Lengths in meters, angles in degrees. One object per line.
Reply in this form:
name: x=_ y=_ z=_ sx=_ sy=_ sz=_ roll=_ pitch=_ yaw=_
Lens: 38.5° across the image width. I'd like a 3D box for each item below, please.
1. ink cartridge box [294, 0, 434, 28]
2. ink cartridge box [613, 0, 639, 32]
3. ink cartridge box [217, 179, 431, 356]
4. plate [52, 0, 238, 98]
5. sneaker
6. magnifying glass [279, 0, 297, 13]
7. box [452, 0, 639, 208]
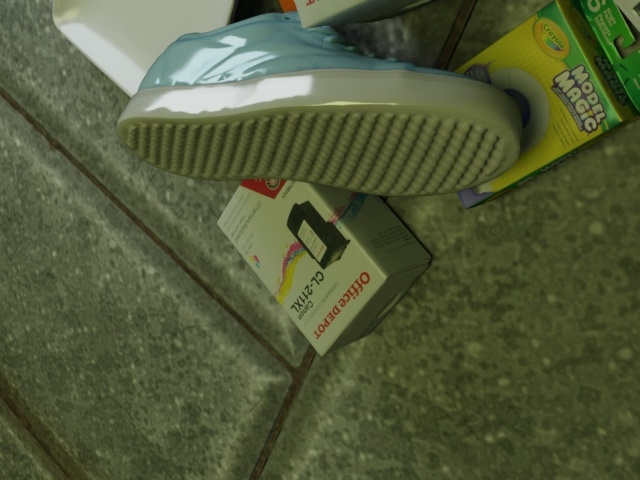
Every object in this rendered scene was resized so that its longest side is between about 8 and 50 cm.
ink cartridge box: x=0.044 y=-0.266 z=0.697 sx=0.128 sy=0.127 sz=0.176 roll=-13 pitch=96 yaw=43
ink cartridge box: x=0.291 y=-0.072 z=0.516 sx=0.333 sy=0.165 sz=0.065 roll=55 pitch=132 yaw=14
ink cartridge box: x=0.000 y=0.000 z=0.865 sx=0.175 sy=0.072 sz=0.127 roll=50 pitch=130 yaw=18
plate: x=-0.171 y=-0.271 z=0.927 sx=0.278 sy=0.045 sz=0.277 roll=42 pitch=135 yaw=24
sneaker: x=-0.005 y=-0.133 z=0.748 sx=0.366 sy=0.135 sz=0.150 roll=7 pitch=67 yaw=29
magnifying glass: x=-0.044 y=-0.271 z=0.848 sx=0.092 sy=0.026 sz=0.231 roll=-25 pitch=85 yaw=43
box: x=0.163 y=-0.107 z=0.705 sx=0.179 sy=0.043 sz=0.105 roll=-32 pitch=82 yaw=42
